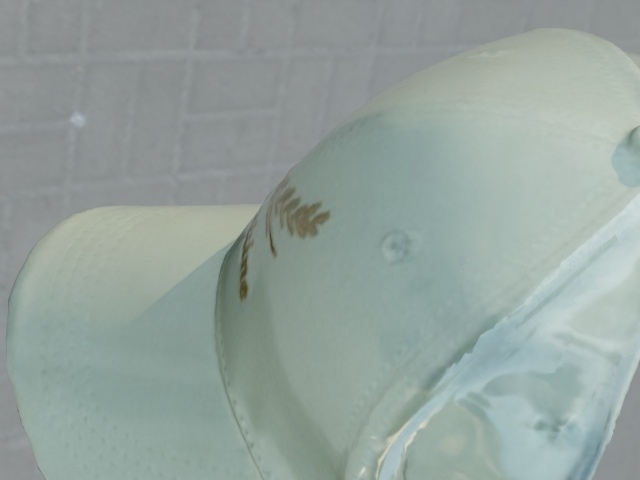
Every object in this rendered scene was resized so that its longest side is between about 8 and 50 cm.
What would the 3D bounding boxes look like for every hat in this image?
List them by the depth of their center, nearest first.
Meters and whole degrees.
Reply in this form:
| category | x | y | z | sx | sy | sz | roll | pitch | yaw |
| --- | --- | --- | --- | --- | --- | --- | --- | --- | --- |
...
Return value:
| category | x | y | z | sx | sy | sz | roll | pitch | yaw |
| --- | --- | --- | --- | --- | --- | --- | --- | --- | --- |
| hat | 0.005 | 0.005 | 0.563 | 0.258 | 0.301 | 0.168 | -65 | 149 | -42 |
